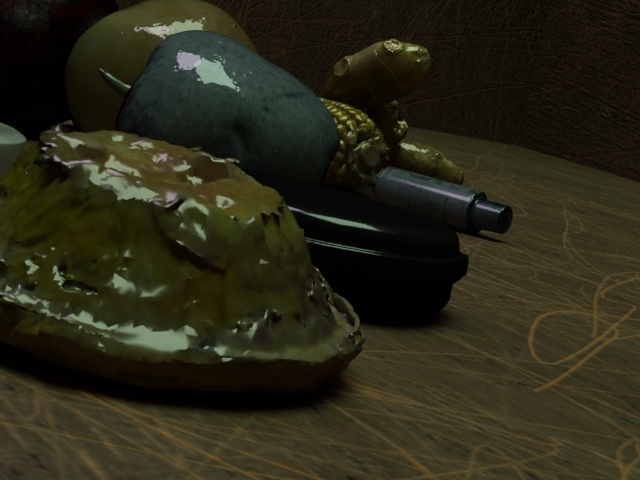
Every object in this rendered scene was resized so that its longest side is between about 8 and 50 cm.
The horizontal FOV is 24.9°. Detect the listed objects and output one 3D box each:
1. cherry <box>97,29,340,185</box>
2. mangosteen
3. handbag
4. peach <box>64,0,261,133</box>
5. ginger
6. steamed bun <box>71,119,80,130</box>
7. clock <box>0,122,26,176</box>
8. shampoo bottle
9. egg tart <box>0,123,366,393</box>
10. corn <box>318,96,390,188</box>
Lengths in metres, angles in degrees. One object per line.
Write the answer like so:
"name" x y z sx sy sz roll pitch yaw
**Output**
"cherry" -0.126 -0.129 1.705 0.296 0.218 0.255 17 2 -6
"mangosteen" -0.461 -0.290 2.229 0.306 0.359 0.306 10 43 -9
"handbag" 0.000 0.001 1.452 0.308 0.093 0.254 19 10 41
"peach" -0.209 -0.209 2.048 0.292 0.247 0.292 20 -11 4
"ginger" 0.048 -0.208 2.485 0.348 0.122 0.363 3 -27 20
"steamed bun" -0.354 -0.249 2.373 0.106 0.177 0.192 -6 32 -38
"clock" -0.431 -0.097 1.540 0.231 0.083 0.230 14 7 -2
"shampoo bottle" 0.183 -0.056 2.166 0.214 0.072 0.072 18 10 32
"egg tart" -0.129 0.006 1.080 0.352 0.150 0.352 12 12 -3
"corn" -0.043 -0.177 2.392 0.144 0.143 0.387 4 13 -43
